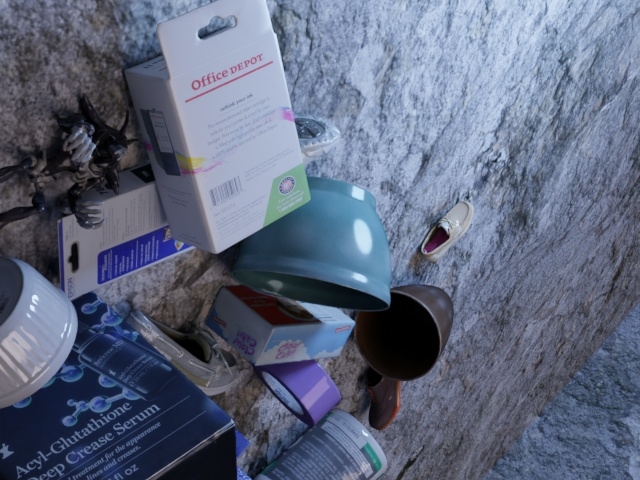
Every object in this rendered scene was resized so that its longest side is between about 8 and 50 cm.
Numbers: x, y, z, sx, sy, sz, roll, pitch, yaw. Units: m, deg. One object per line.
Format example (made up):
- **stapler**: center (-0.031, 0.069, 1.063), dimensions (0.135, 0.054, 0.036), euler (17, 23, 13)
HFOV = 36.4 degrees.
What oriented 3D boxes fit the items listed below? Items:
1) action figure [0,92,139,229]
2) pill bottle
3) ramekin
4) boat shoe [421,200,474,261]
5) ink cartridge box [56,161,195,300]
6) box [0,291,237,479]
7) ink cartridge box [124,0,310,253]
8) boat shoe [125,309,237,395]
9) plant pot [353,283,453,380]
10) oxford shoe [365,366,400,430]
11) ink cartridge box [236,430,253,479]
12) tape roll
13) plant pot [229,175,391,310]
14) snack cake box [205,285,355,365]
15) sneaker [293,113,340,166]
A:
- **action figure**: center (-0.346, -0.090, 1.330), dimensions (0.275, 0.141, 0.164), euler (-32, 130, -28)
- **pill bottle**: center (-0.032, 0.586, 2.305), dimensions (0.361, 0.204, 0.204), euler (-39, 145, -23)
- **ramekin**: center (-0.451, 0.117, 1.335), dimensions (0.207, 0.207, 0.109), euler (-43, 137, -17)
- **boat shoe**: center (0.298, -0.024, 2.291), dimensions (0.170, 0.063, 0.059), euler (-55, 154, 3)
- **ink cartridge box**: center (-0.283, -0.034, 1.533), dimensions (0.332, 0.065, 0.165), euler (-25, 138, -40)
- **box**: center (-0.355, 0.292, 1.432), dimensions (0.293, 0.395, 0.212), euler (-31, 140, -33)
- **ink cartridge box**: center (-0.155, -0.185, 1.452), dimensions (0.207, 0.119, 0.354), euler (-31, 123, -33)
- **boat shoe**: center (-0.248, 0.199, 1.752), dimensions (0.103, 0.118, 0.320), euler (-54, 141, 8)
- **plant pot**: center (0.225, 0.189, 2.292), dimensions (0.230, 0.215, 0.215), euler (-27, 141, -58)
- **oxford shoe**: center (0.149, 0.370, 2.464), dimensions (0.098, 0.097, 0.271), euler (-3, 120, -27)
- **ink cartridge box**: center (-0.281, 0.525, 1.864), dimensions (0.151, 0.270, 0.396), euler (12, 111, -57)
- **tape roll**: center (-0.051, 0.291, 2.018), dimensions (0.080, 0.189, 0.189), euler (-42, 146, -17)
- **plant pot**: center (0.000, 0.000, 1.765), dimensions (0.293, 0.293, 0.196), euler (32, 67, -58)
- **snack cake box**: center (-0.074, 0.161, 1.901), dimensions (0.264, 0.152, 0.089), euler (3, 118, -53)
- **sneaker**: center (-0.069, -0.141, 1.703), dimensions (0.232, 0.090, 0.115), euler (-24, 145, -26)
